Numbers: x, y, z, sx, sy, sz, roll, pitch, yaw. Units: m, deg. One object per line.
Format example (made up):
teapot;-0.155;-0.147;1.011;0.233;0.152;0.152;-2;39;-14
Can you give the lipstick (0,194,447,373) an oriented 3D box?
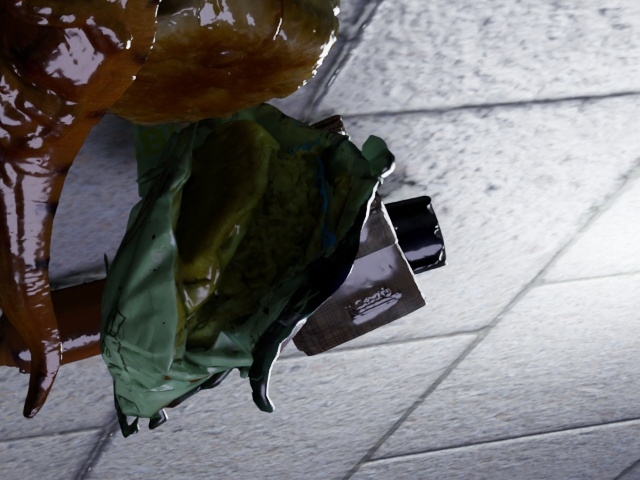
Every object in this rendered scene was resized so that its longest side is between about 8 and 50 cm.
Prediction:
lipstick;-0.095;0.042;1.693;0.418;0.077;0.077;-14;158;-2

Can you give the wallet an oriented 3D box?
wallet;0.000;0.000;1.605;0.124;0.042;0.230;-23;131;3

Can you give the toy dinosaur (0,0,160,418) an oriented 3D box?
toy dinosaur;-0.195;-0.092;1.147;0.208;0.097;0.432;25;130;-4

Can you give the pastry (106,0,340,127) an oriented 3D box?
pastry;-0.088;-0.142;1.240;0.182;0.093;0.192;-21;160;28

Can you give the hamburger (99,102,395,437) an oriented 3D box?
hamburger;-0.083;-0.008;1.368;0.150;0.260;0.276;34;150;-25
